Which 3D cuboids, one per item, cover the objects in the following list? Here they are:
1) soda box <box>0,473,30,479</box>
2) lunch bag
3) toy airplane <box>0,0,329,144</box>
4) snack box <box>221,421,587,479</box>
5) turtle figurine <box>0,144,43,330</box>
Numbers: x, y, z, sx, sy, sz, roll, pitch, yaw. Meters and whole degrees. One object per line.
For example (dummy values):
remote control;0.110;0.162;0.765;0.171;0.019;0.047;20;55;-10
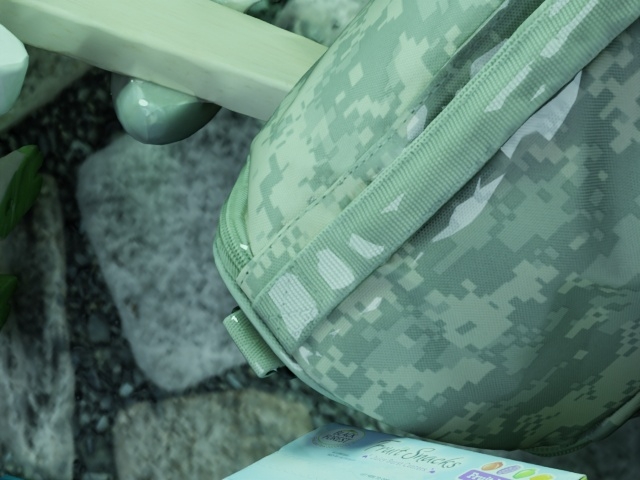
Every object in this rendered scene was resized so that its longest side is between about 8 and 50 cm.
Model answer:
soda box;-0.193;0.257;0.935;0.071;0.067;0.210;9;98;26
lunch bag;0.120;-0.057;0.648;0.305;0.256;0.212;-44;74;22
toy airplane;-0.215;-0.156;0.763;0.386;0.384;0.272;55;143;18
snack box;0.056;0.183;0.587;0.174;0.070;0.207;2;115;60
turtle figurine;-0.305;-0.042;0.954;0.266;0.275;0.198;20;80;5
